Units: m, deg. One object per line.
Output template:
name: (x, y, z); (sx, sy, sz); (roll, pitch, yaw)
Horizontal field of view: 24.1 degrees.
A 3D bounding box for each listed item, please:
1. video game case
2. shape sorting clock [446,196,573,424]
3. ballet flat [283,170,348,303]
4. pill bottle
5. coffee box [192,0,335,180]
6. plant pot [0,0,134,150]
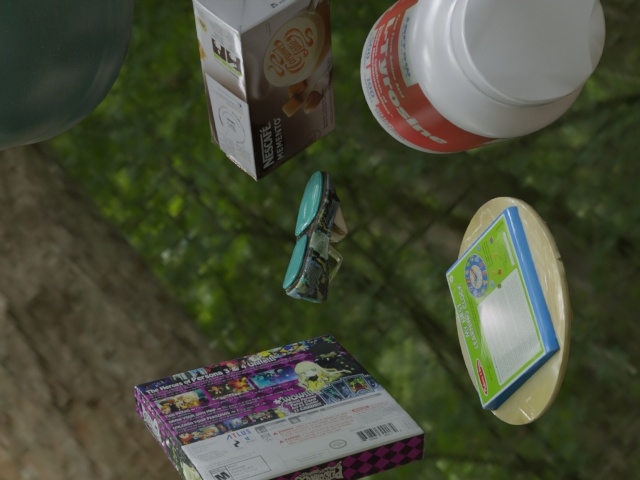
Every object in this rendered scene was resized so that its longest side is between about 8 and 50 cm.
video game case: (-0.045, 0.184, 1.519); (0.232, 0.210, 0.041); (-14, -59, -24)
shape sorting clock: (0.173, 0.063, 1.356); (0.040, 0.206, 0.206); (-1, -32, -25)
ballet flat: (0.000, 0.000, 1.840); (0.070, 0.070, 0.188); (120, 167, -55)
pill bottle: (0.201, -0.235, 1.882); (0.229, 0.229, 0.408); (-45, 7, -9)
coffee box: (-0.065, -0.213, 1.828); (0.141, 0.098, 0.246); (-34, -34, -25)
plant pot: (-0.315, -0.186, 1.132); (0.293, 0.293, 0.196); (-52, -7, 32)
